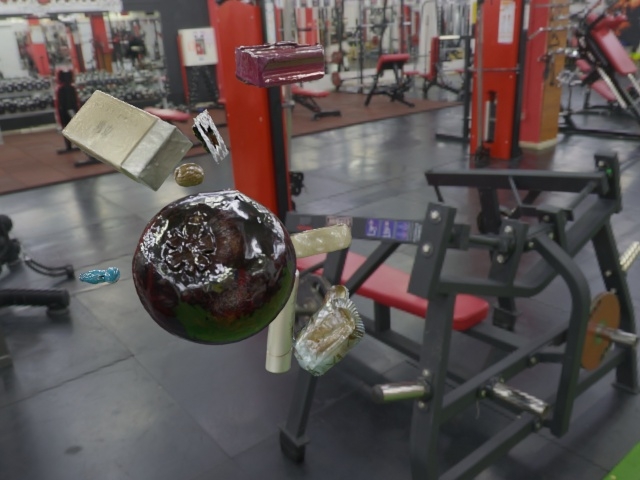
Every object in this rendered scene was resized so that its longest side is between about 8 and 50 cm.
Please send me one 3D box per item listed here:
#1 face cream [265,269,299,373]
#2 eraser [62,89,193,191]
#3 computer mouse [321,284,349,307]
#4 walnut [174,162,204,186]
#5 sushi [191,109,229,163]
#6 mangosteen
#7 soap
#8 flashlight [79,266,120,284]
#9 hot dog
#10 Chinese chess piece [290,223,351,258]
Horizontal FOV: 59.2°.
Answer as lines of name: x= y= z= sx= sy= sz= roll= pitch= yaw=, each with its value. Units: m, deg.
face cream: x=-0.126 y=0.270 z=1.836 sx=0.081 sy=0.349 sz=0.173 roll=6 pitch=10 yaw=6
eraser: x=-0.444 y=-0.231 z=1.277 sx=0.343 sy=0.078 sz=0.144 roll=27 pitch=77 yaw=36
computer mouse: x=0.051 y=0.289 z=2.113 sx=0.056 sy=0.245 sz=0.125 roll=11 pitch=-5 yaw=-36
walnut: x=-0.414 y=-0.207 z=1.787 sx=0.096 sy=0.083 sz=0.079 roll=-13 pitch=39 yaw=-22
sushi: x=-0.271 y=-0.245 z=1.354 sx=0.026 sy=0.120 sz=0.126 roll=-22 pitch=19 yaw=13
mangosteen: x=-0.185 y=0.050 z=1.045 sx=0.296 sy=0.298 sz=0.293 roll=7 pitch=1 yaw=24
soap: x=-0.097 y=-0.500 z=1.581 sx=0.249 sy=0.099 sz=0.162 roll=-18 pitch=30 yaw=-29
flashlight: x=-0.665 y=0.106 z=1.700 sx=0.129 sy=0.051 sz=0.051 roll=-2 pitch=20 yaw=14
hot dog: x=0.024 y=0.295 z=1.722 sx=0.163 sy=0.270 sz=0.081 roll=51 pitch=20 yaw=19
Chinese chess piece: x=0.000 y=0.000 z=2.243 sx=0.249 sy=0.103 sz=0.250 roll=-13 pitch=2 yaw=1
